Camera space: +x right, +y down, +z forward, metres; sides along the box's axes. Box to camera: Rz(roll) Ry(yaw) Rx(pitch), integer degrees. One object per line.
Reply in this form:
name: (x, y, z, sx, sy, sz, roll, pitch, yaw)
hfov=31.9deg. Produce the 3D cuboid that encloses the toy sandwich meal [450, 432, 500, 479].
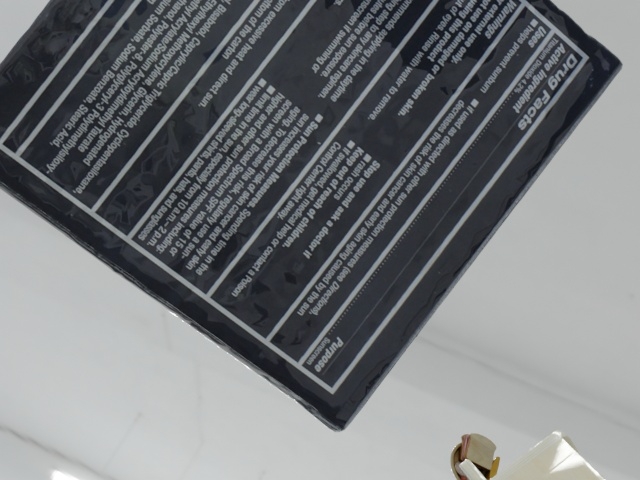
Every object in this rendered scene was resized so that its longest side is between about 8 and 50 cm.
toy sandwich meal: (0.219, 0.311, 1.559, 0.085, 0.085, 0.029, 35, -44, -6)

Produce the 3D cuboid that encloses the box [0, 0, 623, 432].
box: (-0.028, -0.091, 0.725, 0.294, 0.296, 0.183, 39, -2, -15)

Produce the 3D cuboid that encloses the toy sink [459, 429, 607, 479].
toy sink: (0.300, 0.340, 1.372, 0.153, 0.131, 0.234, 56, -5, -26)
